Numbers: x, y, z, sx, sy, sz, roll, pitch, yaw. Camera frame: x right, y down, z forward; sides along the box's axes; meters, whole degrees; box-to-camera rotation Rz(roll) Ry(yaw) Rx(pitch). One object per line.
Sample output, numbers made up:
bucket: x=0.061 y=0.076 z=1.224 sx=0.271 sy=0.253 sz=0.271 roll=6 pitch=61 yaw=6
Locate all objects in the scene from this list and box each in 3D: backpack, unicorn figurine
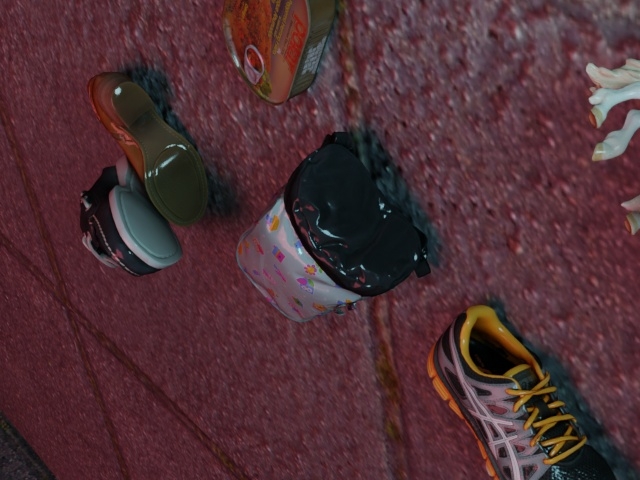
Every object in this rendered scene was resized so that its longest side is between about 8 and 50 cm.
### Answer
backpack: x=0.000 y=0.000 z=1.081 sx=0.152 sy=0.115 sz=0.182 roll=58 pitch=158 yaw=1
unicorn figurine: x=0.217 y=-0.041 z=0.665 sx=0.060 sy=0.111 sz=0.162 roll=115 pitch=137 yaw=-81

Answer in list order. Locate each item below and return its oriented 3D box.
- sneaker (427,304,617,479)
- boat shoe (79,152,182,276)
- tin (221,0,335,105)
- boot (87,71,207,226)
sneaker: x=0.165 y=0.142 z=0.962 sx=0.215 sy=0.084 sz=0.083 roll=48 pitch=147 yaw=27
boat shoe: x=-0.230 y=-0.014 z=1.391 sx=0.114 sy=0.091 sz=0.302 roll=49 pitch=-174 yaw=-16
tin: x=-0.037 y=-0.194 z=1.039 sx=0.106 sy=0.040 sz=0.189 roll=57 pitch=155 yaw=17
boot: x=-0.208 y=-0.115 z=1.417 sx=0.152 sy=0.073 sz=0.197 roll=26 pitch=143 yaw=64
